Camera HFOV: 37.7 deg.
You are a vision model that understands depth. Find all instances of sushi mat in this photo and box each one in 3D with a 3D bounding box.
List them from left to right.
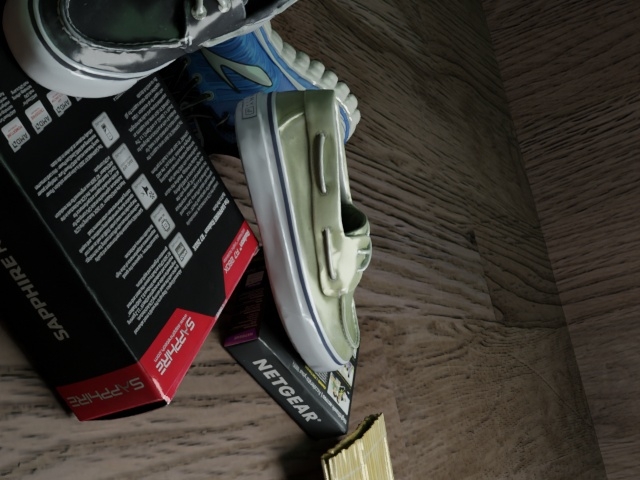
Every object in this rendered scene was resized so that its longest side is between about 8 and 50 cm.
[{"bbox_3d":[0.061,0.356,0.983,0.151,0.019,0.317,-15,96,-65],"label":"sushi mat"}]

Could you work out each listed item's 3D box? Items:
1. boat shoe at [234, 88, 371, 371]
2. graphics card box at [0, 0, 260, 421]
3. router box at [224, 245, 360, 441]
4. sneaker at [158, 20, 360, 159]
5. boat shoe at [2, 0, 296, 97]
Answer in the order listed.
[{"bbox_3d":[0.000,0.000,0.882,0.109,0.094,0.302,-80,158,-56],"label":"boat shoe"},{"bbox_3d":[-0.200,-0.075,0.718,0.371,0.094,0.233,61,28,-22],"label":"graphics card box"},{"bbox_3d":[-0.024,0.108,0.994,0.179,0.046,0.133,52,33,-34],"label":"router box"},{"bbox_3d":[-0.107,-0.159,0.895,0.330,0.129,0.147,37,62,-24],"label":"sneaker"},{"bbox_3d":[-0.103,-0.192,0.720,0.301,0.102,0.108,-30,98,-50],"label":"boat shoe"}]
